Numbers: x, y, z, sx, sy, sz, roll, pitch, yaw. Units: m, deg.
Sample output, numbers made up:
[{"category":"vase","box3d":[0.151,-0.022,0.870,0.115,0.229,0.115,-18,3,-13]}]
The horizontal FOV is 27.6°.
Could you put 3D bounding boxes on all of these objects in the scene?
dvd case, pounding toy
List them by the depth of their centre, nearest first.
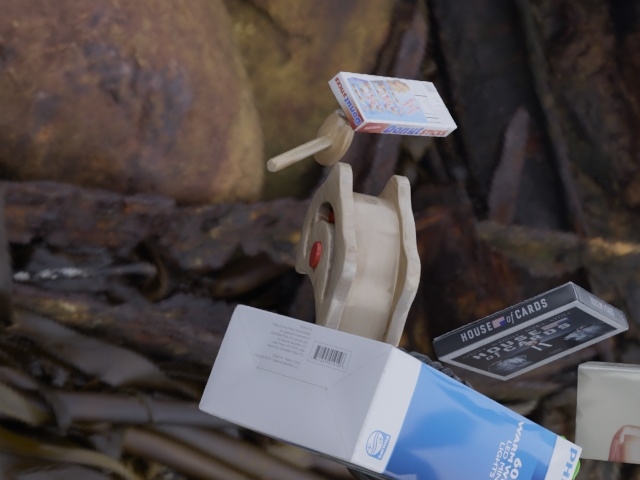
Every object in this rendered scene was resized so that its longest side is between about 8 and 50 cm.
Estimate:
[{"category":"pounding toy","box3d":[0.000,0.000,1.328,0.155,0.154,0.269,12,41,-14]},{"category":"dvd case","box3d":[0.258,0.113,1.566,0.239,0.179,0.029,22,46,-61]}]

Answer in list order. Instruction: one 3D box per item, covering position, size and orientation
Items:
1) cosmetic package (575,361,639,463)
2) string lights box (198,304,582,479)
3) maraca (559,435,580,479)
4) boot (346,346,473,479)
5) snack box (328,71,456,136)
[{"category":"cosmetic package","box3d":[0.497,0.235,1.720,0.153,0.296,0.129,7,86,-66]},{"category":"string lights box","box3d":[0.057,0.127,0.886,0.260,0.133,0.076,31,76,-47]},{"category":"maraca","box3d":[0.279,0.325,1.614,0.127,0.099,0.185,26,60,-30]},{"category":"boot","box3d":[0.113,0.283,1.182,0.131,0.260,0.348,-32,63,-32]},{"category":"snack box","box3d":[0.081,-0.147,1.412,0.178,0.022,0.064,-3,62,-52]}]
